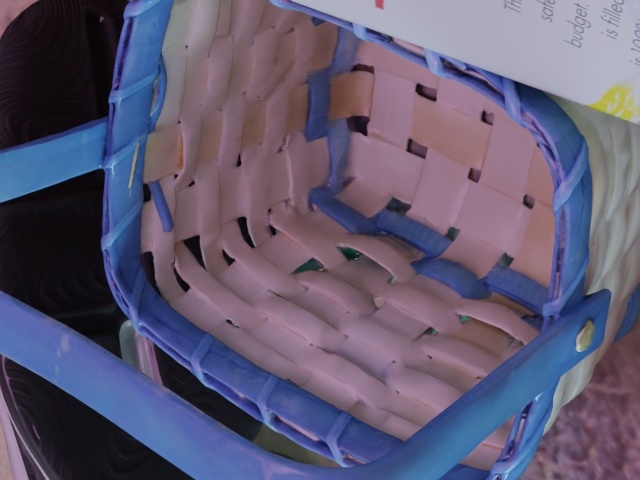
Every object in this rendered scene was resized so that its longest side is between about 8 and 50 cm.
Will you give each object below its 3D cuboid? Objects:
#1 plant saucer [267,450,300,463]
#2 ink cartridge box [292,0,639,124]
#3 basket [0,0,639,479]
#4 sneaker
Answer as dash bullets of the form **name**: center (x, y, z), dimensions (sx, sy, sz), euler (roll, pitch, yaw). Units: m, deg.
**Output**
- **plant saucer**: center (-0.024, 0.156, 0.965), dimensions (0.083, 0.015, 0.083), euler (15, 113, 38)
- **ink cartridge box**: center (0.100, -0.146, 0.561), dimensions (0.353, 0.119, 0.207), euler (21, 151, 13)
- **basket**: center (0.000, 0.000, 0.703), dimensions (0.254, 0.289, 0.201), euler (28, 121, 33)
- **sneaker**: center (-0.142, 0.108, 0.950), dimensions (0.257, 0.169, 0.447), euler (-14, 86, 53)
